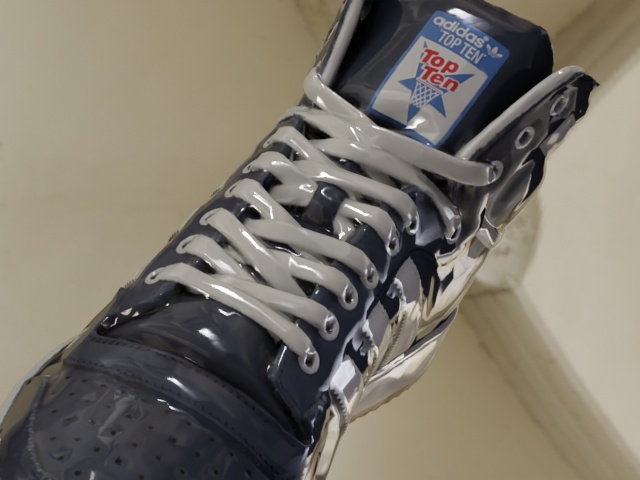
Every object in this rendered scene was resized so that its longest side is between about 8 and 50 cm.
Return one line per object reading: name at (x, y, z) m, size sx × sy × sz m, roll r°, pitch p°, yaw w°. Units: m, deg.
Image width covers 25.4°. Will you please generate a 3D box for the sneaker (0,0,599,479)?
sneaker at (0.000, 0.000, 0.442) m, size 0.153 × 0.099 × 0.282 m, roll -63°, pitch -11°, yaw 25°
